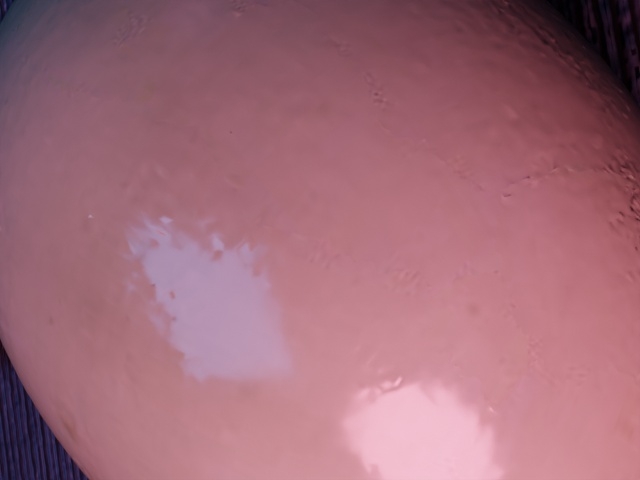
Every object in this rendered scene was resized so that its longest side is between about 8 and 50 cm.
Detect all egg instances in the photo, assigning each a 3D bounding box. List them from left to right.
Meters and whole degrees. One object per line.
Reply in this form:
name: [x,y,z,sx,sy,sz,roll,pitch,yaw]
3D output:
egg: [0.000,0.000,0.496,0.283,0.203,0.203,44,126,35]
